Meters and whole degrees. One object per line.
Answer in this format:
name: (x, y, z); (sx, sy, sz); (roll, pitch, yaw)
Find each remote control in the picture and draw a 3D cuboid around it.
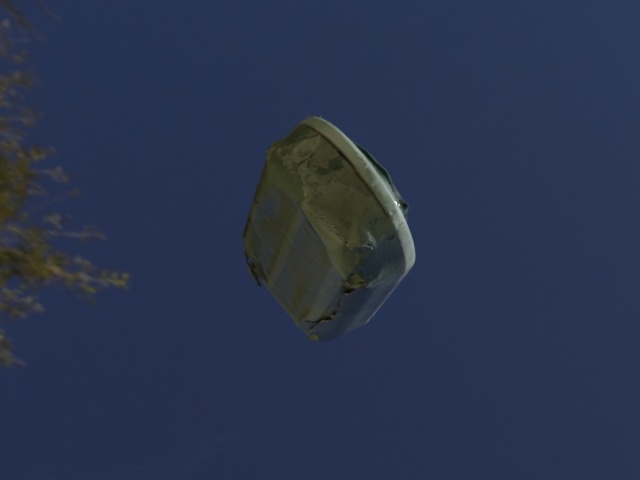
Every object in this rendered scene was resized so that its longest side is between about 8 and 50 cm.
remote control: (0.000, 0.000, 0.953); (0.052, 0.247, 0.104); (-35, -98, -14)
